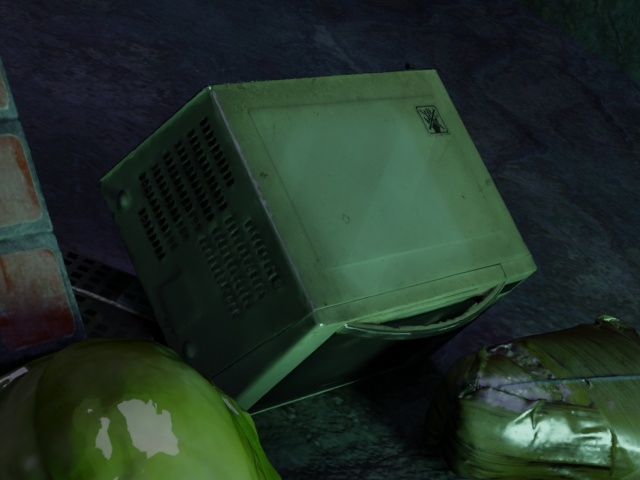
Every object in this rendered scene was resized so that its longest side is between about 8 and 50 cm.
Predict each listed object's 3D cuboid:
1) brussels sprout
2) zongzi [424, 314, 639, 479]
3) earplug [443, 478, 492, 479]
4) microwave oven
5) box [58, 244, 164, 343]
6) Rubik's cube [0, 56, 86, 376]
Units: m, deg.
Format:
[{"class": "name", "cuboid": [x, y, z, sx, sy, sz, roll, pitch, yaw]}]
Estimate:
[{"class": "brussels sprout", "cuboid": [-0.147, 0.199, 1.023, 0.259, 0.227, 0.294, 42, 5, -40]}, {"class": "zongzi", "cuboid": [0.318, 0.244, 1.448, 0.323, 0.160, 0.360, -12, 45, -39]}, {"class": "earplug", "cuboid": [0.131, 0.365, 1.051, 0.185, 0.185, 0.324, 12, 32, -16]}, {"class": "microwave oven", "cuboid": [0.000, 0.000, 1.515, 0.394, 0.247, 0.333, -11, 70, -48]}, {"class": "box", "cuboid": [-0.276, 0.107, 1.410, 0.180, 0.047, 0.325, 21, 26, 3]}, {"class": "Rubik's cube", "cuboid": [-0.422, 0.007, 1.072, 0.305, 0.301, 0.303, -9, 79, -50]}]
